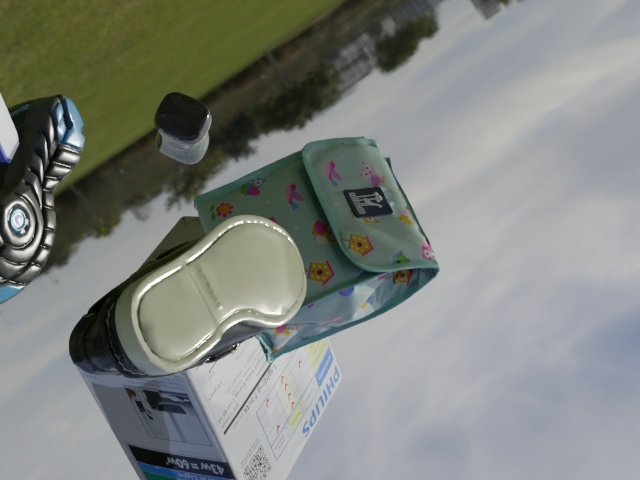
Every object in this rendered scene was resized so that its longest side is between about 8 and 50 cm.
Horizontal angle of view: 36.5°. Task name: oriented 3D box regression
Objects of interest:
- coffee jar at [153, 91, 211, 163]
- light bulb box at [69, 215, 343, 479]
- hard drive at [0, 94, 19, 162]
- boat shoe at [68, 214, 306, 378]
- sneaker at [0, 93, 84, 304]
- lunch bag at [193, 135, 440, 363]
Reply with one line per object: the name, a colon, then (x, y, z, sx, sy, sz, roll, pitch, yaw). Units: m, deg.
coffee jar: (-0.246, -0.199, 1.727, 0.184, 0.096, 0.079, 134, -20, -78)
light bulb box: (-0.167, 0.207, 1.607, 0.225, 0.361, 0.358, 4, -140, 29)
hard drive: (-0.488, -0.174, 0.978, 0.210, 0.319, 0.040, 88, 12, -56)
boat shoe: (-0.126, 0.064, 0.981, 0.113, 0.127, 0.340, -21, -172, 27)
sneaker: (-0.432, -0.051, 1.305, 0.140, 0.125, 0.340, -2, -130, 19)
lunch bag: (0.000, 0.000, 1.259, 0.262, 0.223, 0.160, -25, 152, -1)
